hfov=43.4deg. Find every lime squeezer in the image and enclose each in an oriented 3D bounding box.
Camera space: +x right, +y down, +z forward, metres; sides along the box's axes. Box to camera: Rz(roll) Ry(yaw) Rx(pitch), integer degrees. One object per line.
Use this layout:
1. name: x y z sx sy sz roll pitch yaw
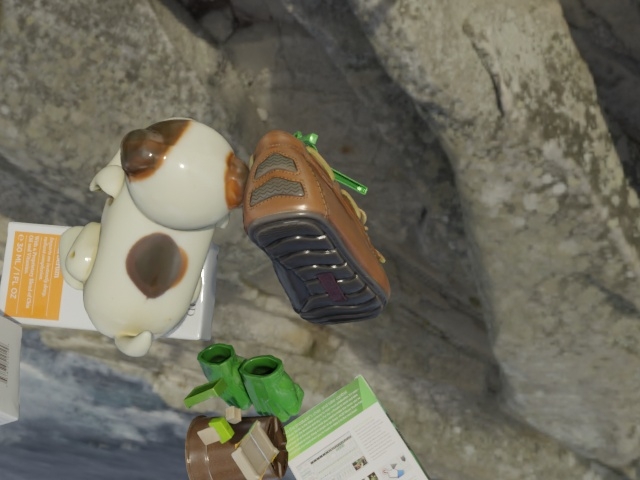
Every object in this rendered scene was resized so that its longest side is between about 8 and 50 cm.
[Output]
1. lime squeezer: -0.016 -0.124 1.264 0.110 0.058 0.310 37 -179 19

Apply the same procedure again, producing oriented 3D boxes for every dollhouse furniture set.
1. dollhouse furniture set: -0.132 0.277 1.162 0.059 0.076 0.151 -26 101 28

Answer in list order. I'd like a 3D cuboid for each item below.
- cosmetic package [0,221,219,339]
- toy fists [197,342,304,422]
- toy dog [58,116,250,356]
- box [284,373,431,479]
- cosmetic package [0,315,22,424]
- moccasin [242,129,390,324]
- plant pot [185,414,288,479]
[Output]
1. cosmetic package: -0.471 0.095 1.819 0.454 0.229 0.161 4 173 1
2. toy fists: -0.150 0.312 1.760 0.279 0.096 0.142 6 124 43
3. toy dog: -0.296 -0.039 1.423 0.285 0.395 0.407 23 121 -14
4. box: 0.076 0.468 1.638 0.232 0.322 0.058 -34 152 0
5. cosmetic package: -0.810 0.292 1.609 0.385 0.217 0.156 -17 149 12
6. moccasin: -0.003 0.001 0.991 0.139 0.146 0.380 -13 150 17
7. plant pot: -0.162 0.424 1.621 0.165 0.166 0.167 -12 143 16
